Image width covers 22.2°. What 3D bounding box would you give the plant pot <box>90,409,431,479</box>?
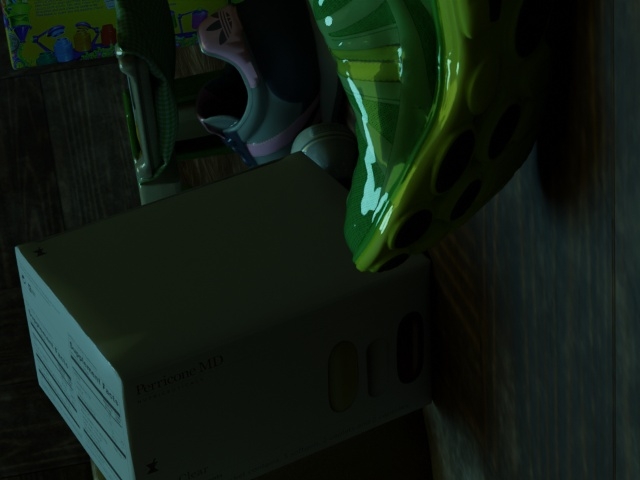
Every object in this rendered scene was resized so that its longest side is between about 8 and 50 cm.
[{"bbox_3d":[-0.064,0.193,1.420,0.237,0.254,0.237,169,90,-72],"label":"plant pot"}]

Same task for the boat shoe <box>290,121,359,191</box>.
[{"bbox_3d":[0.001,0.000,1.463,0.227,0.079,0.081,95,168,-47],"label":"boat shoe"}]

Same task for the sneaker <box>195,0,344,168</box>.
[{"bbox_3d":[-0.052,-0.110,1.512,0.319,0.131,0.112,91,166,-50],"label":"sneaker"}]

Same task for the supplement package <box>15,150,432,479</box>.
[{"bbox_3d":[-0.074,0.067,1.280,0.204,0.262,0.145,42,145,47],"label":"supplement package"}]

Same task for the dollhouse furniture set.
[{"bbox_3d":[-0.113,-0.139,1.566,0.301,0.151,0.197,87,171,-48],"label":"dollhouse furniture set"}]

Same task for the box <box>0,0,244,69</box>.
[{"bbox_3d":[-0.223,-0.366,1.805,0.279,0.290,0.177,91,167,-46],"label":"box"}]

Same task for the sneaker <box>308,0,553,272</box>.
[{"bbox_3d":[0.054,-0.112,0.862,0.123,0.109,0.295,39,138,33],"label":"sneaker"}]
